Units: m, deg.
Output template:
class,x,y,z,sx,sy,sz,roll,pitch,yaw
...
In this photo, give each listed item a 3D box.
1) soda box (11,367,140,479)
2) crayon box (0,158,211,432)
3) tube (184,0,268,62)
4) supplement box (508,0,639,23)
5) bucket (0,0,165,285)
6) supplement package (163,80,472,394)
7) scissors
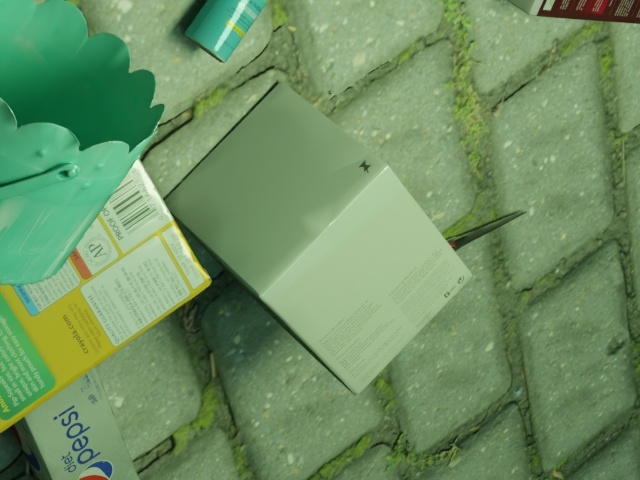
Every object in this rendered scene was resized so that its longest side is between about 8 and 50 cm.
class,x,y,z,sx,sy,sz,roll,pitch,yaw
soda box,-0.287,0.207,2.057,0.098,0.091,0.286,-34,139,-18
crayon box,-0.298,0.046,1.863,0.323,0.083,0.203,-36,114,-18
tube,-0.063,-0.283,1.911,0.207,0.052,0.080,-56,148,-1
supplement box,0.332,-0.337,2.220,0.239,0.073,0.130,-1,122,-42
bucket,-0.297,-0.104,1.655,0.281,0.281,0.183,7,124,-47
supplement package,0.000,0.000,2.077,0.199,0.198,0.262,-46,142,-4
scissors,0.149,0.021,2.386,0.297,0.021,0.109,-11,126,-39
